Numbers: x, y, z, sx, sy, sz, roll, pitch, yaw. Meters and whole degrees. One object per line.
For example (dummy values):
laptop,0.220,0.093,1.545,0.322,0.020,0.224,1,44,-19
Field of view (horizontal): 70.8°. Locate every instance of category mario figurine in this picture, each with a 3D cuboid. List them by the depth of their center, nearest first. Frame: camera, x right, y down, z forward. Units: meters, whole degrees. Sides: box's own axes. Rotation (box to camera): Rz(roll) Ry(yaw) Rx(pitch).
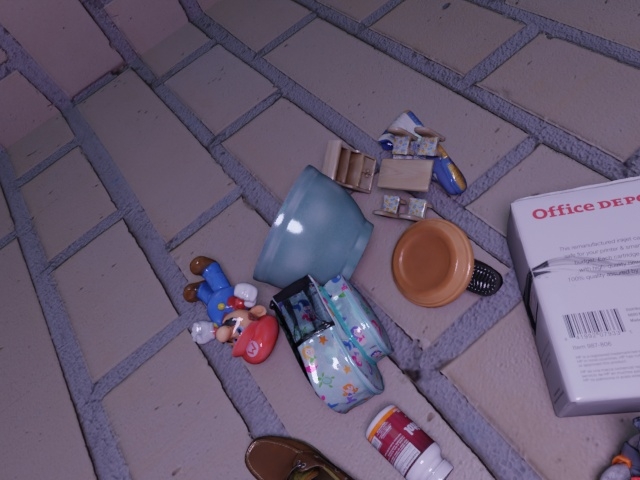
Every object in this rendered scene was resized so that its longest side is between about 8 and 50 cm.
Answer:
mario figurine,-0.229,0.166,1.042,0.170,0.198,0.321,-37,50,-21

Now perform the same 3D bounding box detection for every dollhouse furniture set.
dollhouse furniture set,0.147,-0.167,1.083,0.242,0.161,0.211,12,92,41

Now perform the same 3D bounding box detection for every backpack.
backpack,0.035,0.206,0.906,0.191,0.225,0.253,-27,59,7

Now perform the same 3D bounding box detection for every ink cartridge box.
ink cartridge box,0.541,0.099,0.833,0.286,0.166,0.394,-9,58,12

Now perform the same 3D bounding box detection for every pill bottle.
pill bottle,0.164,0.386,0.833,0.086,0.086,0.152,-46,58,-12

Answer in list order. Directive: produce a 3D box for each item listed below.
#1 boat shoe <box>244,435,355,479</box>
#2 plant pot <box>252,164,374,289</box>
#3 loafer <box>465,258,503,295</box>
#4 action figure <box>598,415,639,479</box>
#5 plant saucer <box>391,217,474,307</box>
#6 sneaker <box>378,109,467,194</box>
boat shoe,-0.021,0.448,0.845,0.308,0.104,0.110,13,65,25
plant pot,0.000,0.000,1.033,0.197,0.293,0.292,26,68,2
loafer,0.304,0.064,1.001,0.220,0.079,0.080,33,106,42
action figure,0.598,0.400,0.673,0.331,0.179,0.340,-13,86,18
plant saucer,0.235,0.047,0.988,0.200,0.037,0.199,-10,76,43
sneaker,0.260,-0.203,1.170,0.131,0.112,0.296,-39,52,15
